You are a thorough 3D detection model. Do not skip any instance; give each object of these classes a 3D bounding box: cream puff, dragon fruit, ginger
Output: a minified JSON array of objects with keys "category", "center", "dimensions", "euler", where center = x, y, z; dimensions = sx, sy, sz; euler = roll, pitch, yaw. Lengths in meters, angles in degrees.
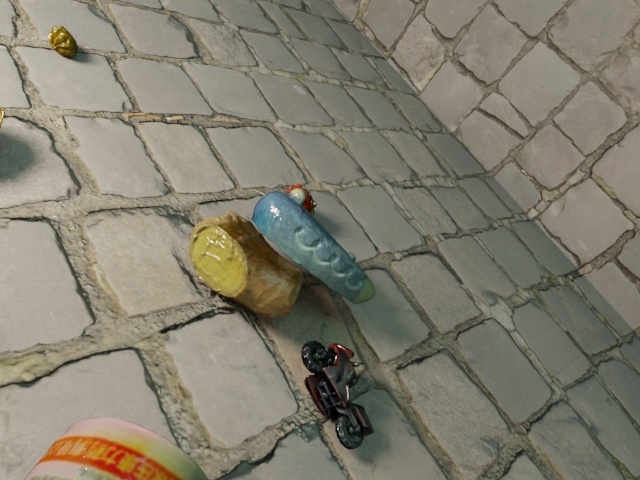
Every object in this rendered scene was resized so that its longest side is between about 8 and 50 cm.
[{"category":"cream puff","center":[-0.651,-0.500,1.296],"dimensions":[0.058,0.083,0.083],"euler":[-34,84,-6]},{"category":"dragon fruit","center":[-0.052,-0.086,1.321],"dimensions":[0.081,0.086,0.116],"euler":[-35,114,-29]},{"category":"ginger","center":[-0.140,0.049,1.070],"dimensions":[0.221,0.130,0.276],"euler":[2,47,-52]}]

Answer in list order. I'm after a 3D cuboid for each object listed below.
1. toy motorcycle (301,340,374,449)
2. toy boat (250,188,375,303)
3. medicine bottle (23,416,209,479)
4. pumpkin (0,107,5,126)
[{"category":"toy motorcycle","center":[0.039,0.290,0.998],"dimensions":[0.122,0.082,0.213],"euler":[-10,68,-45]},{"category":"toy boat","center":[0.000,0.000,1.144],"dimensions":[0.330,0.123,0.215],"euler":[39,7,-18]},{"category":"medicine bottle","center":[-0.282,0.395,0.507],"dimensions":[0.219,0.219,0.388],"euler":[34,38,-5]},{"category":"pumpkin","center":[-0.714,-0.194,0.893],"dimensions":[0.278,0.111,0.163],"euler":[-21,81,-50]}]
